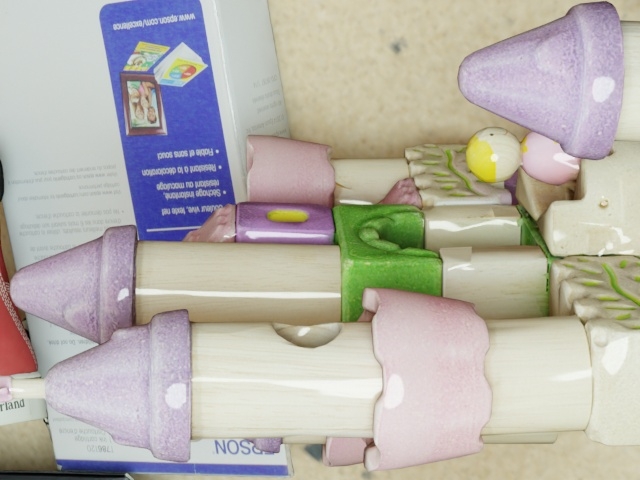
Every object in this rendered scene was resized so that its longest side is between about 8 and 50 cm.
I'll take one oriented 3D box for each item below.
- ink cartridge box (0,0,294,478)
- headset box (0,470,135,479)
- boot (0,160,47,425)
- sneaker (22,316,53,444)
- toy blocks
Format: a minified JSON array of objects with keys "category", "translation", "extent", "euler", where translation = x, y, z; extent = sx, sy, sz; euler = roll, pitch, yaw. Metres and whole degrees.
[{"category":"ink cartridge box","translation":[-0.097,-0.036,0.854],"extent":[0.165,0.065,0.333],"euler":[-2,102,28]},{"category":"headset box","translation":[-0.212,0.265,0.887],"extent":[0.283,0.246,0.131],"euler":[-4,143,28]},{"category":"boot","translation":[-0.226,0.024,0.900],"extent":[0.244,0.088,0.176],"euler":[-17,82,61]},{"category":"sneaker","translation":[-0.161,0.092,0.936],"extent":[0.040,0.044,0.109],"euler":[-8,102,27]},{"category":"toy blocks","translation":[0.000,0.000,0.648],"extent":[0.260,0.288,0.309],"euler":[1,108,-3]}]
